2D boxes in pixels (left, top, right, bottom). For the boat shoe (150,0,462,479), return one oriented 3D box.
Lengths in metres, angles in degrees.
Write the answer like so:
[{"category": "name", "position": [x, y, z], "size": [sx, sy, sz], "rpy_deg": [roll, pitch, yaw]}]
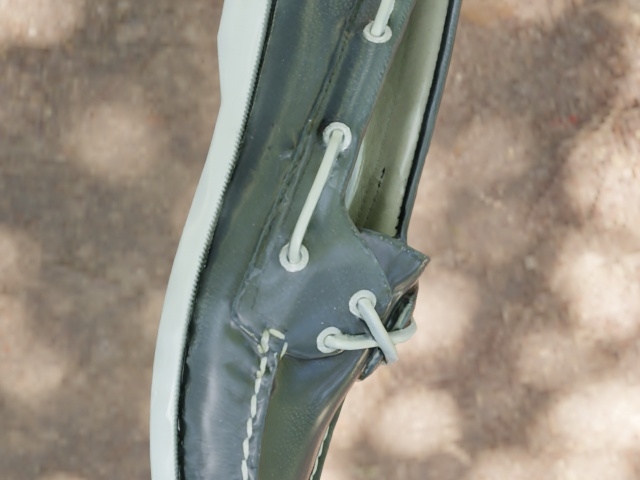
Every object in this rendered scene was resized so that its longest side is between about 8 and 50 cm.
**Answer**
[{"category": "boat shoe", "position": [0.000, 0.000, 0.727], "size": [0.091, 0.302, 0.114], "rpy_deg": [5, 174, 17]}]
